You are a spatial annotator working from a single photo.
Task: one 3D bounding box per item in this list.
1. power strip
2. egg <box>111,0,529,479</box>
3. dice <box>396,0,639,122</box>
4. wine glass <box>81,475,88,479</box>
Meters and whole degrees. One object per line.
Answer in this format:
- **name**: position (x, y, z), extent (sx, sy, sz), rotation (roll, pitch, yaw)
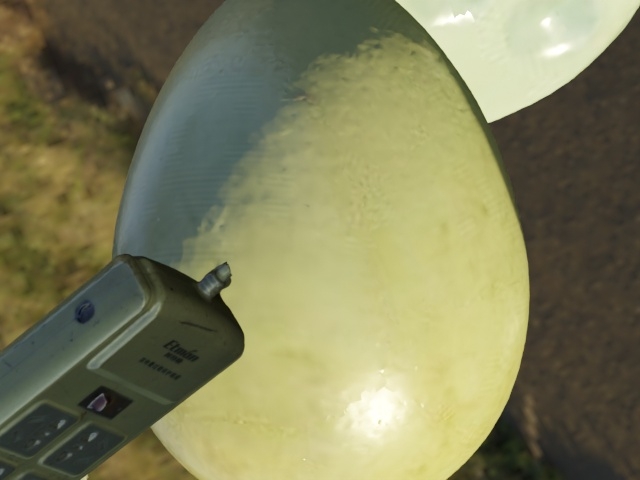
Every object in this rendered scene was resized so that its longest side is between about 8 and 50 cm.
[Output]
- **power strip**: position (-0.096, 0.062, 0.700), extent (0.028, 0.169, 0.076), rotation (58, -168, 30)
- **egg**: position (0.000, 0.000, 1.024), extent (0.218, 0.218, 0.295), rotation (-4, 85, 62)
- **dice**: position (0.046, -0.241, 1.228), extent (0.268, 0.263, 0.264), rotation (73, 178, -49)
- **wine glass**: position (-0.196, 0.142, 0.927), extent (0.183, 0.122, 0.122), rotation (-16, 98, 52)
